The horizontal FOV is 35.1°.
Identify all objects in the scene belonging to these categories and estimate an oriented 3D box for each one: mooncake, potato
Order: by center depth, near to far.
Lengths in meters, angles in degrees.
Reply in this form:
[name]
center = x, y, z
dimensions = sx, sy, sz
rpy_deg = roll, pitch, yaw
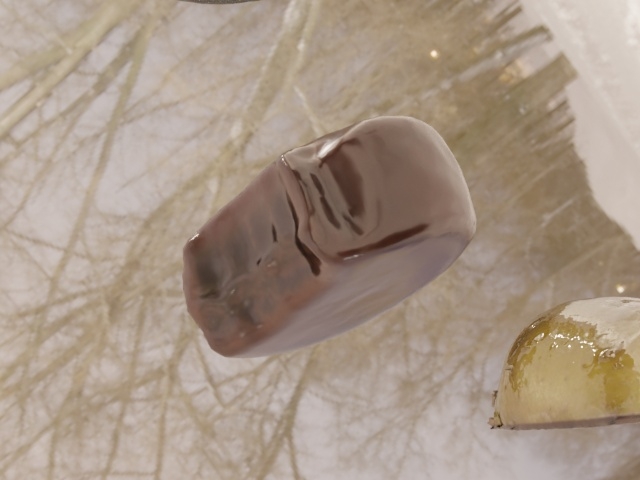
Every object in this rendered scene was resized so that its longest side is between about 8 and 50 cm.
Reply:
[potato]
center = 0.279, 0.105, 0.905
dimensions = 0.299, 0.239, 0.116
rpy_deg = 147, 121, -73
[mooncake]
center = 0.000, 0.000, 1.147
dimensions = 0.326, 0.334, 0.174
rpy_deg = 111, 137, -68

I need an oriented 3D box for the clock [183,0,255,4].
[clock]
center = -0.098, -0.312, 0.826
dimensions = 0.280, 0.281, 0.055
rpy_deg = 43, -142, -39
